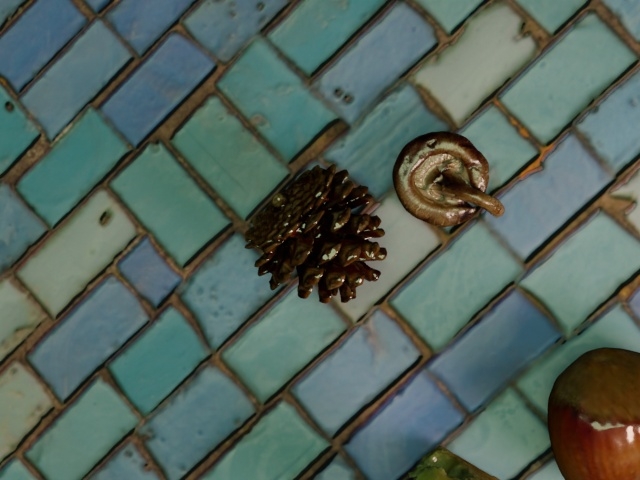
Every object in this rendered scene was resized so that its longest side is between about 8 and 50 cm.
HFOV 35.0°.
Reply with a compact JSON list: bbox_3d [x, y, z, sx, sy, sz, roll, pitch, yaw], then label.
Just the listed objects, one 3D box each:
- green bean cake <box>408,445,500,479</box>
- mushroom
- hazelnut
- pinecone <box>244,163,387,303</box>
[{"bbox_3d":[0.207,0.382,1.329,0.233,0.236,0.124,31,91,11],"label":"green bean cake"},{"bbox_3d":[0.188,-0.081,1.463,0.170,0.080,0.135,33,103,12],"label":"mushroom"},{"bbox_3d":[0.396,0.240,1.348,0.210,0.210,0.186,-34,55,6],"label":"hazelnut"},{"bbox_3d":[0.000,0.000,1.442,0.208,0.208,0.207,-1,84,11],"label":"pinecone"}]
